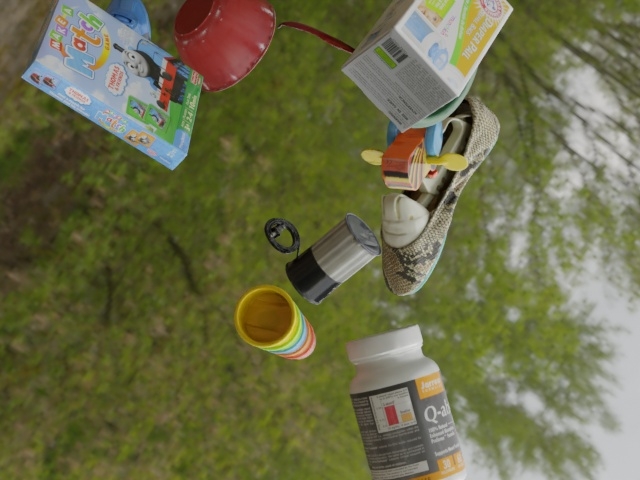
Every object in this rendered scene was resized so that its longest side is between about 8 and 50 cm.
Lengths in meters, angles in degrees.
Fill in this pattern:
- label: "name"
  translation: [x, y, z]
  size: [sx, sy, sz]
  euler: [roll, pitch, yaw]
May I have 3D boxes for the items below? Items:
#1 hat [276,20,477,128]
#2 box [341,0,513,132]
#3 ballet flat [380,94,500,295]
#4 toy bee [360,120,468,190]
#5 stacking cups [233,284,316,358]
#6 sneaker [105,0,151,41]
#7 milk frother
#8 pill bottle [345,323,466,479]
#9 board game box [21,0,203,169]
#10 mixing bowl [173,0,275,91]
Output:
- label: "hat"
  translation: [0.097, -0.278, 1.585]
  size: [0.183, 0.208, 0.173]
  euler: [35, -94, 37]
- label: "box"
  translation: [0.133, -0.246, 1.355]
  size: [0.103, 0.114, 0.203]
  euler: [-31, -160, 47]
- label: "ballet flat"
  translation: [0.236, -0.119, 2.511]
  size: [0.164, 0.182, 0.482]
  euler: [20, -103, 45]
- label: "toy bee"
  translation: [0.198, -0.167, 2.142]
  size: [0.298, 0.195, 0.162]
  euler: [-40, 135, -34]
- label: "stacking cups"
  translation: [-0.057, 0.137, 1.801]
  size: [0.096, 0.096, 0.316]
  euler: [-57, 167, -3]
- label: "sneaker"
  translation: [-0.266, -0.262, 1.483]
  size: [0.082, 0.069, 0.209]
  euler: [107, -8, -56]
- label: "milk frother"
  translation: [0.000, 0.000, 1.768]
  size: [0.135, 0.143, 0.129]
  euler: [-40, -161, 19]
- label: "pill bottle"
  translation: [0.141, 0.293, 1.919]
  size: [0.162, 0.278, 0.162]
  euler: [-15, 177, -1]
- label: "board game box"
  translation: [-0.248, -0.200, 1.372]
  size: [0.039, 0.212, 0.160]
  euler: [-40, -149, 35]
- label: "mixing bowl"
  translation: [-0.172, -0.342, 1.812]
  size: [0.181, 0.098, 0.181]
  euler: [-24, -131, 31]
